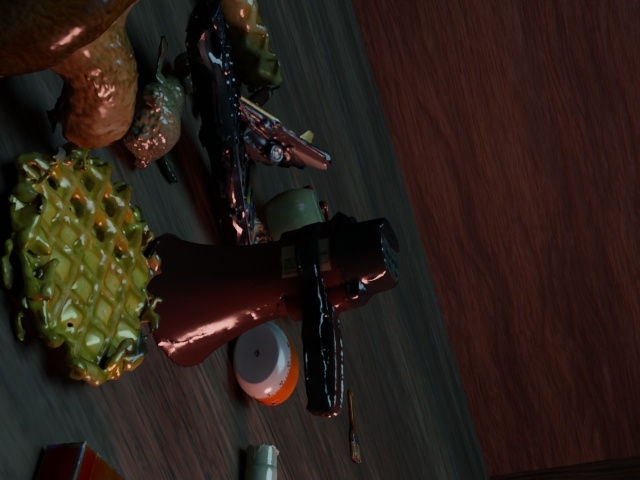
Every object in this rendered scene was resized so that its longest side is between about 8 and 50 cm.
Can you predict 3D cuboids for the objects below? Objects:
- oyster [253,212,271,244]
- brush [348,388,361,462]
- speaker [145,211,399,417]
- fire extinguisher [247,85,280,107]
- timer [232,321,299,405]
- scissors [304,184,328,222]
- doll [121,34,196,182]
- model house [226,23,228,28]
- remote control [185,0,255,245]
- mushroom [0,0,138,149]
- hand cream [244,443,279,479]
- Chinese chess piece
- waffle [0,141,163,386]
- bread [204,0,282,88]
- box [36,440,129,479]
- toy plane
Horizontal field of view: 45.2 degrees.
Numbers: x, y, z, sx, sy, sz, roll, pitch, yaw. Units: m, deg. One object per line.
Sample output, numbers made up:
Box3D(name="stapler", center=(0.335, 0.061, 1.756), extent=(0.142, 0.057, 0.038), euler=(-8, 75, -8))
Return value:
Box3D(name="oyster", center=(-0.114, -0.002, 1.406), extent=(0.098, 0.037, 0.100), euler=(-75, 147, -60))
Box3D(name="brush", center=(0.075, 0.421, 1.757), extent=(0.043, 0.014, 0.170), euler=(56, 25, -55))
Box3D(name="speaker", center=(-0.067, 0.083, 1.020), extent=(0.259, 0.329, 0.198), euler=(-74, 147, -48))
Box3D(name="fire extinguisher", center=(-0.130, -0.310, 1.626), extent=(0.049, 0.035, 0.173), euler=(35, 25, -5))
Box3D(name="timer", center=(-0.084, 0.204, 1.246), extent=(0.136, 0.099, 0.136), euler=(0, 90, -77))
Box3D(name="scissors", center=(0.000, 0.000, 1.838), extent=(0.144, 0.017, 0.248), euler=(43, 38, -62))
Box3D(name="doll", center=(-0.224, -0.215, 1.121), extent=(0.203, 0.091, 0.286), euler=(112, -8, -55))
Box3D(name="model house", center=(-0.206, -0.387, 1.397), extent=(0.058, 0.057, 0.083), euler=(37, 56, -27))
Box3D(name="remote control", center=(-0.153, -0.166, 1.199), extent=(0.144, 0.062, 0.399), euler=(-90, 176, -55))
Box3D(name="mushroom", center=(-0.244, -0.247, 0.775), extent=(0.254, 0.267, 0.267), euler=(29, 49, -59))
Box3D(name="hand cream", center=(-0.091, 0.408, 1.139), extent=(0.078, 0.050, 0.205), euler=(52, 33, -55))
Box3D(name="Chinese chess piece", center=(-0.024, 0.021, 1.484), extent=(0.250, 0.101, 0.250), euler=(-21, 90, -88))
Box3D(name="waffle", center=(-0.254, 0.018, 0.867), extent=(0.262, 0.060, 0.281), euler=(-14, 87, -72))
Box3D(name="bread", center=(-0.158, -0.405, 1.492), extent=(0.128, 0.088, 0.232), euler=(34, -27, 44))
Box3D(name="box", center=(-0.224, 0.293, 0.772), extent=(0.112, 0.048, 0.175), euler=(-85, 156, -44))
Box3D(name="toy plane", center=(-0.135, -0.208, 1.375), extent=(0.316, 0.204, 0.103), euler=(27, 76, -47))
